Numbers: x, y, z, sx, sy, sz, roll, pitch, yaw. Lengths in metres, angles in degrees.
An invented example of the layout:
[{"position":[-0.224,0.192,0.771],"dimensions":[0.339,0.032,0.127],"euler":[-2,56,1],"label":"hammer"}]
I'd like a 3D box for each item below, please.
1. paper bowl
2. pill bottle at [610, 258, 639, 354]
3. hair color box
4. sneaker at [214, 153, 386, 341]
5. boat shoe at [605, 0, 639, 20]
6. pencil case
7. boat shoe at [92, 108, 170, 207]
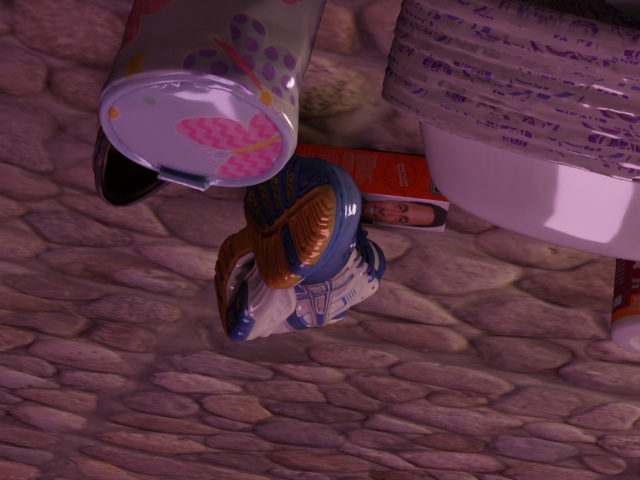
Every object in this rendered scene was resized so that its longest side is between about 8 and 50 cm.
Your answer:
[{"position":[0.180,-0.080,1.288],"dimensions":[0.284,0.148,0.284],"euler":[12,-167,-3],"label":"paper bowl"},{"position":[0.291,0.016,1.663],"dimensions":[0.086,0.152,0.086],"euler":[6,159,2],"label":"pill bottle"},{"position":[0.043,-0.046,1.733],"dimensions":[0.141,0.043,0.072],"euler":[6,158,2],"label":"hair color box"},{"position":[0.000,0.000,1.700],"dimensions":[0.131,0.112,0.296],"euler":[-4,163,-17],"label":"sneaker"},{"position":[0.265,-0.193,1.193],"dimensions":[0.306,0.105,0.113],"euler":[5,131,-21],"label":"boat shoe"},{"position":[-0.048,-0.166,1.139],"dimensions":[0.113,0.273,0.124],"euler":[21,149,-18],"label":"pencil case"},{"position":[-0.116,-0.100,1.570],"dimensions":[0.103,0.092,0.285],"euler":[15,158,-20],"label":"boat shoe"}]
